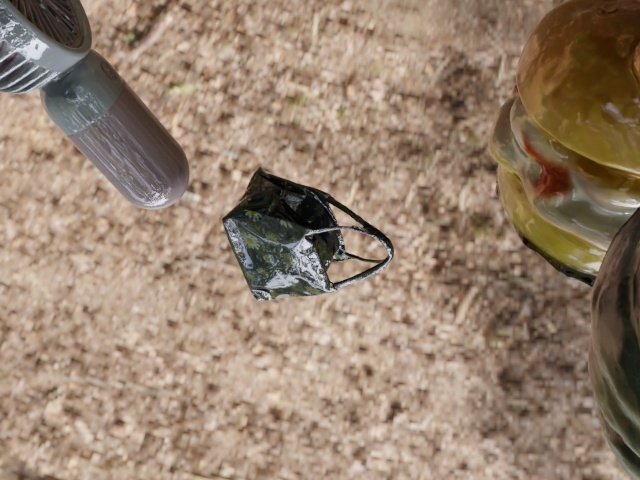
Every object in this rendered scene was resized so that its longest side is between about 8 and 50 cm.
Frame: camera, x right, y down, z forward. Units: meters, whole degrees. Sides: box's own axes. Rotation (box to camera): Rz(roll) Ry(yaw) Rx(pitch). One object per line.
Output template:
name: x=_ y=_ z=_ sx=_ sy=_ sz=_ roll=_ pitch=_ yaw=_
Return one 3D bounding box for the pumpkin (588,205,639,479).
pumpkin: x=0.346 y=0.089 z=0.794 sx=0.363 sy=0.266 sz=0.363 roll=30 pitch=151 yaw=19

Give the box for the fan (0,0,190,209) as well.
fan: x=-0.170 y=-0.117 z=0.845 sx=0.074 sy=0.130 sz=0.244 roll=-34 pitch=116 yaw=14

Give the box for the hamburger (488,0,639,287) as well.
hamburger: x=0.283 y=-0.120 z=1.105 sx=0.276 sy=0.276 sz=0.237 roll=6 pitch=132 yaw=5

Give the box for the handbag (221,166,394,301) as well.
handbag: x=0.000 y=0.000 z=1.130 sx=0.139 sy=0.072 sz=0.115 roll=5 pitch=137 yaw=24
